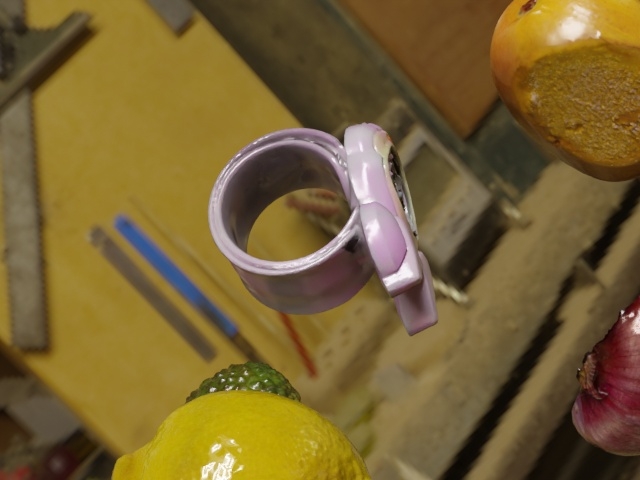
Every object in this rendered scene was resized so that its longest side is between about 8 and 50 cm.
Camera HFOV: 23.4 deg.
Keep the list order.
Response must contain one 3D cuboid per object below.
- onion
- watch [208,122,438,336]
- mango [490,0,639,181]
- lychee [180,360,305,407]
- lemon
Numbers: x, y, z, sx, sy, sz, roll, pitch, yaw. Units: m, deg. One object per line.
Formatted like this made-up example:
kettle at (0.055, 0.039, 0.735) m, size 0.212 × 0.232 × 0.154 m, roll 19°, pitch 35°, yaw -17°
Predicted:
onion at (0.396, 0.118, 1.607) m, size 0.283 × 0.120 × 0.227 m, roll -28°, pitch -32°, yaw -33°
watch at (0.000, 0.000, 1.720) m, size 0.218 × 0.211 × 0.248 m, roll -16°, pitch 59°, yaw 9°
mango at (0.202, -0.115, 1.132) m, size 0.141 × 0.217 × 0.102 m, roll 0°, pitch 60°, yaw 24°
lychee at (-0.091, 0.216, 1.726) m, size 0.171 × 0.171 × 0.171 m, roll -39°, pitch 15°, yaw 13°
lemon at (-0.060, 0.223, 1.337) m, size 0.187 × 0.244 × 0.186 m, roll -172°, pitch 90°, yaw -82°
